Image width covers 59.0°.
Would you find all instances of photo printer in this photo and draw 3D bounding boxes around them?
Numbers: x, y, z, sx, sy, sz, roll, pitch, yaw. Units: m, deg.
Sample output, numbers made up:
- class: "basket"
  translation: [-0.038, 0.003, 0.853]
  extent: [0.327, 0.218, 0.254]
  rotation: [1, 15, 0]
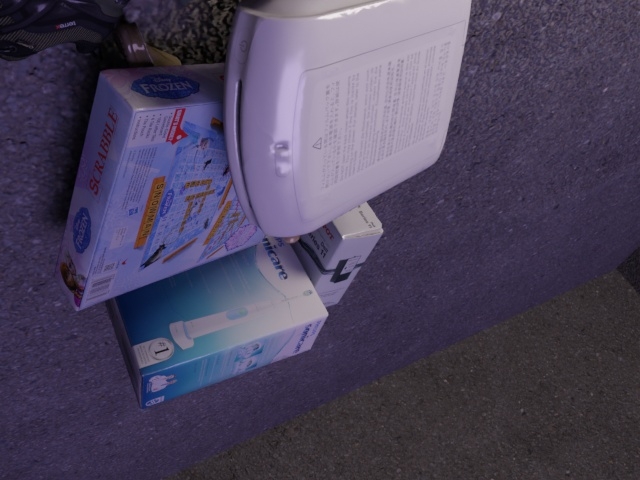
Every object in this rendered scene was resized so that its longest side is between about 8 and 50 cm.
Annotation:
- class: "photo printer"
  translation: [0.028, -0.155, 0.624]
  extent: [0.307, 0.107, 0.256]
  rotation: [-31, 139, -35]

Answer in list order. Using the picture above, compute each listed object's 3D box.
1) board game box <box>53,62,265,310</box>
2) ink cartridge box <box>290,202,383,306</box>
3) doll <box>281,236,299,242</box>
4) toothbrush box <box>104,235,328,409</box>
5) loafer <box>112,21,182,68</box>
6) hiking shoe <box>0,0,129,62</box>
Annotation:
- class: "board game box"
  translation: [-0.149, -0.076, 0.717]
  extent: [0.318, 0.066, 0.318]
  rotation: [-22, 154, -46]
- class: "ink cartridge box"
  translation: [0.000, 0.000, 0.968]
  extent: [0.087, 0.153, 0.208]
  rotation: [-11, 145, -34]
- class: "doll"
  translation: [-0.016, -0.080, 0.801]
  extent: [0.129, 0.046, 0.189]
  rotation: [-30, 154, -31]
- class: "toothbrush box"
  translation: [-0.171, 0.100, 0.900]
  extent: [0.295, 0.216, 0.126]
  rotation: [-16, 149, -27]
- class: "loafer"
  translation: [-0.175, -0.184, 0.609]
  extent: [0.050, 0.056, 0.148]
  rotation: [-30, 163, -5]
- class: "hiking shoe"
  translation: [-0.272, -0.196, 0.459]
  extent: [0.227, 0.086, 0.114]
  rotation: [-1, 140, -41]
